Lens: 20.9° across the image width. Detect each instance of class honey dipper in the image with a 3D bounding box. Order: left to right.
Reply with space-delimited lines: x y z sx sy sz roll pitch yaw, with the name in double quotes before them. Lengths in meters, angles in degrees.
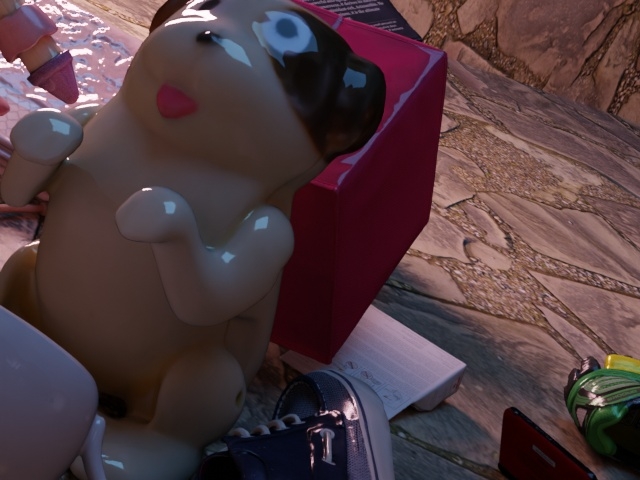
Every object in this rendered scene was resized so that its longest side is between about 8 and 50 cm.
"honey dipper" -0.346 -0.035 1.911 0.030 0.030 0.161 32 15 25

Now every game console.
"game console" 0.259 0.242 1.788 0.085 0.124 0.144 -19 38 -28

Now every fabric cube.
"fabric cube" -0.039 -0.074 1.848 0.259 0.254 0.258 21 47 18

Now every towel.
"towel" -0.329 -0.187 2.076 0.332 0.053 0.317 29 40 8

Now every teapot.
"teapot" -0.288 0.129 1.207 0.256 0.187 0.252 16 -20 40

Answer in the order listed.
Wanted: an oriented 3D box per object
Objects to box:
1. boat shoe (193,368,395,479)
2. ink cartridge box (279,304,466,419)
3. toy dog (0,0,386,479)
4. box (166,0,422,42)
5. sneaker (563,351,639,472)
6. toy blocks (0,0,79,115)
"boat shoe" -0.030 0.186 1.460 0.158 0.127 0.340 26 15 -20
"ink cartridge box" 0.057 0.147 1.912 0.145 0.045 0.179 32 36 23
"toy dog" -0.103 -0.023 1.523 0.284 0.408 0.395 36 20 34
"box" -0.064 -0.261 2.367 0.183 0.296 0.294 -15 59 -40
"sneaker" 0.450 0.246 2.007 0.344 0.134 0.146 14 23 -3
"toy blocks" -0.415 -0.100 1.775 0.260 0.309 0.288 55 26 -10
